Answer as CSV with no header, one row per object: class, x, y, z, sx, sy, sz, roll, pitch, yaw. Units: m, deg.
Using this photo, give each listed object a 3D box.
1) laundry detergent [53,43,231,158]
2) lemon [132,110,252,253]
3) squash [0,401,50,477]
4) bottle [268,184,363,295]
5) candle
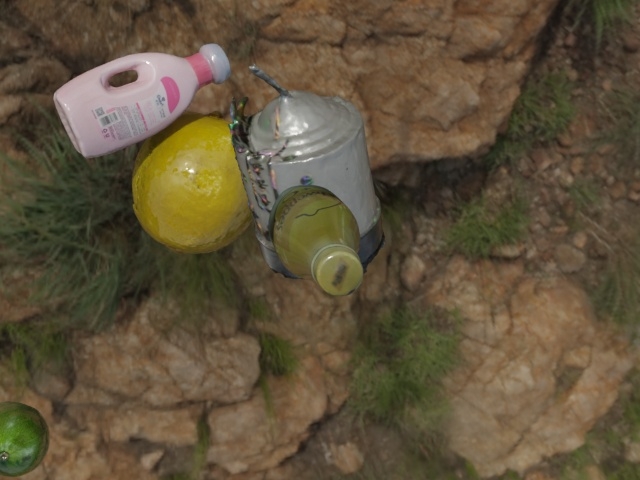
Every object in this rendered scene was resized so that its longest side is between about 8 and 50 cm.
laundry detergent,-0.332,-0.286,1.657,0.335,0.088,0.159,-29,114,-21
lemon,-0.259,-0.119,1.817,0.297,0.297,0.297,-7,125,-11
squash,-0.499,0.314,1.390,0.107,0.395,0.107,3,81,-24
bottle,0.000,0.000,0.791,0.083,0.270,0.083,-2,100,-8
candle,-0.024,-0.109,1.162,0.187,0.187,0.330,-16,126,-5
